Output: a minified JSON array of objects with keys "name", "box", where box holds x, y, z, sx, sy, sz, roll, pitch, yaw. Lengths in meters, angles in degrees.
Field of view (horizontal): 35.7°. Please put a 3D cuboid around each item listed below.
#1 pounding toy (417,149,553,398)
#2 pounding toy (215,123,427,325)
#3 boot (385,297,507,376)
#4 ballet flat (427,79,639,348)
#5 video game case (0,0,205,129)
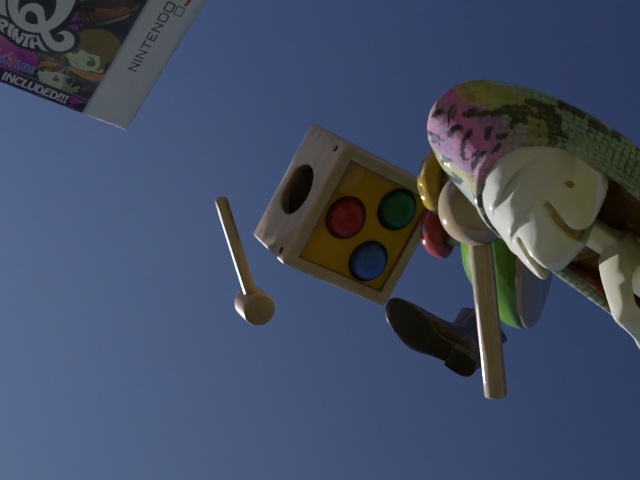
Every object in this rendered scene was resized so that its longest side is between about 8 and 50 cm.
[{"name":"pounding toy","box":[0.119,-0.014,0.786,0.110,0.237,0.183,7,-62,22]},{"name":"pounding toy","box":[-0.010,0.002,0.962,0.181,0.094,0.206,24,-82,-31]},{"name":"boot","box":[0.123,0.078,0.953,0.106,0.114,0.037,40,-62,11]},{"name":"ballet flat","box":[0.139,0.006,0.464,0.221,0.077,0.079,37,-139,1]},{"name":"video game case","box":[-0.170,-0.183,0.562,0.232,0.210,0.042,20,-141,-27]}]
